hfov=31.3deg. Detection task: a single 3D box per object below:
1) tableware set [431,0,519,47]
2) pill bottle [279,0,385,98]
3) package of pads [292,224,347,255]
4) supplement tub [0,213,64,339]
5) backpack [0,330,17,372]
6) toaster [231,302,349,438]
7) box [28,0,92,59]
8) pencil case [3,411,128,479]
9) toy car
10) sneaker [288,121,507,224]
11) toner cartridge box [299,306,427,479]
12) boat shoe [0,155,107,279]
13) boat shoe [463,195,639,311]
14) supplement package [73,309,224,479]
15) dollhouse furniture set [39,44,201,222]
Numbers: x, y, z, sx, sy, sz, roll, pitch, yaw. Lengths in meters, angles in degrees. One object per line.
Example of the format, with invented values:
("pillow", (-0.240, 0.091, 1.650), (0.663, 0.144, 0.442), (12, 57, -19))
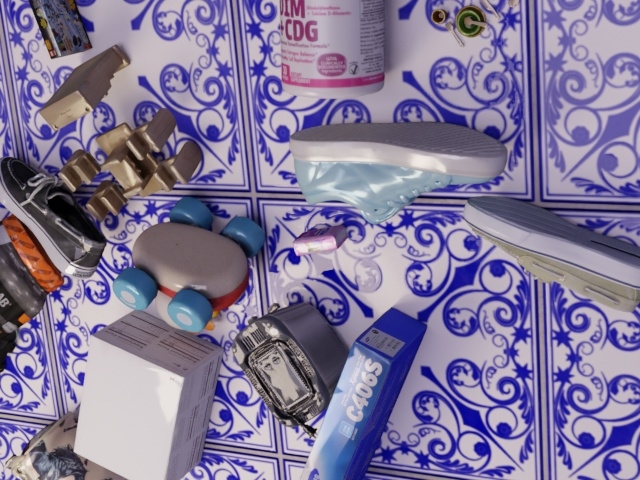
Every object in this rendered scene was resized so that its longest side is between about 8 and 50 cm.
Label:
("tableware set", (0.231, -0.367, 1.699), (0.154, 0.024, 0.104), (-37, 88, 31))
("pill bottle", (0.017, -0.366, 1.727), (0.160, 0.160, 0.283), (7, 109, 25))
("package of pads", (0.000, 0.000, 1.920), (0.083, 0.050, 0.032), (-10, 107, 28))
("supplement tub", (-0.662, 0.108, 2.121), (0.338, 0.207, 0.207), (-35, 89, -7))
("backpack", (-0.731, 0.197, 2.298), (0.188, 0.144, 0.166), (43, 125, 13))
("toaster", (-0.034, 0.212, 1.949), (0.129, 0.146, 0.227), (-38, 85, 31))
("box", (-0.458, -0.390, 1.994), (0.027, 0.094, 0.137), (-15, 99, 30))
("pencil case", (-0.438, 0.545, 2.241), (0.410, 0.183, 0.160), (51, 138, 2))
("toy car", (-0.218, 0.091, 2.006), (0.210, 0.219, 0.238), (20, 143, 19))
("sneaker", (0.125, -0.100, 1.791), (0.366, 0.135, 0.150), (7, 118, 33))
("toner cartridge box", (0.064, 0.295, 1.920), (0.075, 0.165, 0.347), (28, 116, 17))
("boat shoe", (-0.493, -0.068, 2.082), (0.306, 0.113, 0.105), (50, 122, 29))
("boat shoe", (0.351, 0.022, 1.723), (0.302, 0.109, 0.094), (23, 117, 15))
("supplement package", (-0.321, 0.298, 2.124), (0.204, 0.145, 0.261), (22, 114, 19))
("dollhouse furniture set", (-0.351, -0.191, 2.008), (0.212, 0.161, 0.242), (-22, 118, 30))
